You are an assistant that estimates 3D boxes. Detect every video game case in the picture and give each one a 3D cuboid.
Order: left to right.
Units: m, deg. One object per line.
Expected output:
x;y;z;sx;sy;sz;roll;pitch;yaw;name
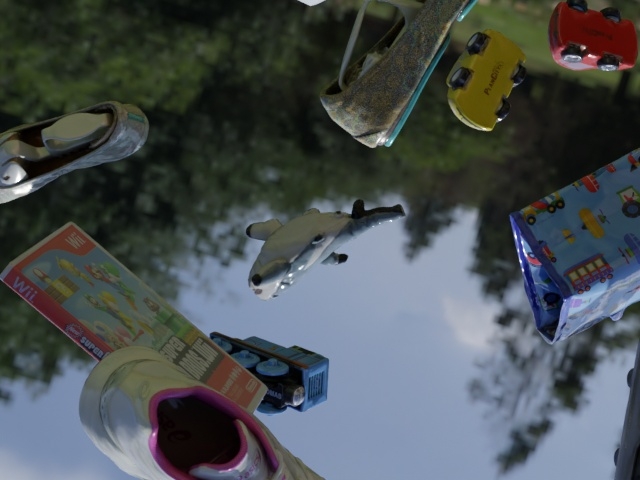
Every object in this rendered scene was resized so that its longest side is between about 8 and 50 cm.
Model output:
-0.186;0.099;1.741;0.285;0.025;0.204;40;-165;-1;video game case

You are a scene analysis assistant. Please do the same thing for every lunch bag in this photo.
0.372;0.032;2.100;0.138;0.221;0.293;60;175;28;lunch bag

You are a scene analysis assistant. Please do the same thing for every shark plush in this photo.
0.000;0.000;1.535;0.067;0.161;0.073;51;-171;-41;shark plush

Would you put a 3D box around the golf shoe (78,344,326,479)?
-0.065;0.207;1.400;0.306;0.115;0.140;39;165;-20;golf shoe

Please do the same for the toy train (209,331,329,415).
-0.079;0.171;2.185;0.184;0.080;0.105;17;-159;37;toy train

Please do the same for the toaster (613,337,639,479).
0.350;0.181;1.467;0.110;0.168;0.185;-2;-165;-41;toaster

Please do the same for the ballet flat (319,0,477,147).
0.114;-0.262;1.844;0.123;0.348;0.123;30;-160;-12;ballet flat

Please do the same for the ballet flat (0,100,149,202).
-0.213;-0.074;1.292;0.168;0.057;0.052;-19;163;17;ballet flat

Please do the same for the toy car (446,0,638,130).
0.174;-0.232;1.603;0.239;0.225;0.053;-26;-179;-31;toy car

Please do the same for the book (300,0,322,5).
-0.012;-0.248;1.433;0.096;0.035;0.144;-26;160;27;book
